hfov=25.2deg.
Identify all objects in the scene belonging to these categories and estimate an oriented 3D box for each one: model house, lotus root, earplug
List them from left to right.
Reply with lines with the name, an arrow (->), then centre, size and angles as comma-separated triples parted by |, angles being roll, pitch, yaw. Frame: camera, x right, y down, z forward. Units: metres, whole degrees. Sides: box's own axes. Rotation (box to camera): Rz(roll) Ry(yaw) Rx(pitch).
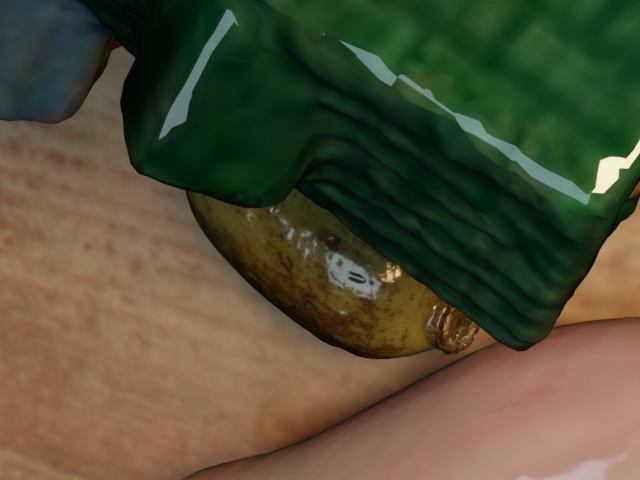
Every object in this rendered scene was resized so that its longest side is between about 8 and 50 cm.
model house -> -0.032, -0.140, 0.503 | 0.382, 0.342, 0.335 | 34, 124, 12
lotus root -> 0.000, 0.000, 0.706 | 0.179, 0.089, 0.080 | 34, 84, 16
earplug -> 0.074, 0.131, 0.689 | 0.301, 0.172, 0.172 | -34, 93, 31
